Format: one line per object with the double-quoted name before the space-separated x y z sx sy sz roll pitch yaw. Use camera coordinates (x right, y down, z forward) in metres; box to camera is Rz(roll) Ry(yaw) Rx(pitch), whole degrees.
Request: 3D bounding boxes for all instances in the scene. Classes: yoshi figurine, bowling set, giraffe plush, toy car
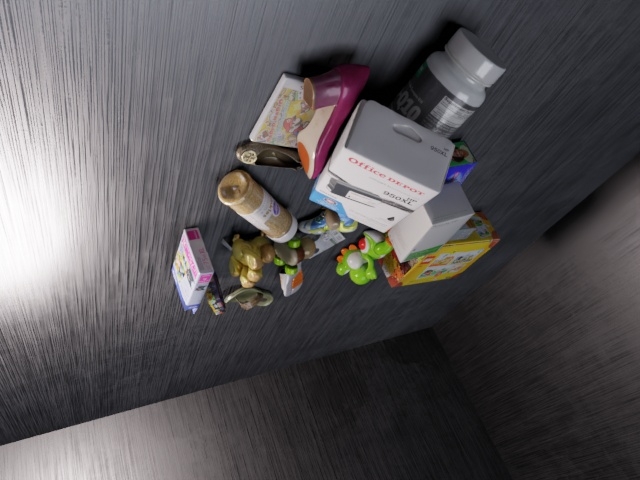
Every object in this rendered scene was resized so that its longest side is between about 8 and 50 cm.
"yoshi figurine" 0.248 0.083 2.165 0.362 0.203 0.203 -35 158 25
"bowling set" 0.084 -0.194 1.633 0.286 0.154 0.200 -31 133 16
"giraffe plush" -0.249 0.051 1.743 0.170 0.210 0.181 -22 162 -45
"toy car" -0.078 0.024 1.837 0.188 0.149 0.155 -18 129 -35

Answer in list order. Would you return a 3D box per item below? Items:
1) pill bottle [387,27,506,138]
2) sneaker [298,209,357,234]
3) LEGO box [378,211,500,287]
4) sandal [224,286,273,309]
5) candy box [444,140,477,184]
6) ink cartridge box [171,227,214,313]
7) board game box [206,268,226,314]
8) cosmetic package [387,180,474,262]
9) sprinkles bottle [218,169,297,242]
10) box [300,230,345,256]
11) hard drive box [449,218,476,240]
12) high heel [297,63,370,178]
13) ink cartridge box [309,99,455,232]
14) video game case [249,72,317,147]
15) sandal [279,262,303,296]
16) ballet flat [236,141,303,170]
"pill bottle" 0.345 -0.414 1.349 0.204 0.204 0.361 2 142 -40
"sneaker" 0.029 -0.097 1.812 0.239 0.091 0.126 -3 115 -11
"LEGO box" 0.602 0.043 2.368 0.499 0.193 0.373 -4 146 -34
"sandal" -0.320 0.281 2.163 0.120 0.086 0.302 -38 150 24
"candy box" 0.401 -0.238 1.791 0.316 0.122 0.268 -15 154 -21
"ink cartridge box" -0.469 0.120 1.654 0.065 0.186 0.311 -9 150 -32
"board game box" -0.427 0.190 1.829 0.048 0.171 0.141 -17 152 -10
"cosmetic package" 0.427 -0.066 1.835 0.196 0.155 0.366 -15 160 -15
"sprinkles bottle" -0.201 -0.104 1.546 0.121 0.121 0.355 -30 152 10
"box" 0.000 0.000 1.980 0.186 0.038 0.145 -31 152 10
"hard drive box" 0.574 -0.093 2.122 0.232 0.181 0.089 -7 148 -32
"high heel" 0.038 -0.321 1.306 0.181 0.127 0.377 -20 155 -18
"ink cartridge box" 0.160 -0.196 1.352 0.285 0.167 0.395 23 161 -7
"video game case" -0.066 -0.358 1.311 0.206 0.026 0.227 0 144 -38
"sandal" -0.136 0.135 2.084 0.101 0.076 0.266 -23 135 -34
"ballet flat" -0.140 -0.250 1.405 0.249 0.058 0.084 2 143 -40
